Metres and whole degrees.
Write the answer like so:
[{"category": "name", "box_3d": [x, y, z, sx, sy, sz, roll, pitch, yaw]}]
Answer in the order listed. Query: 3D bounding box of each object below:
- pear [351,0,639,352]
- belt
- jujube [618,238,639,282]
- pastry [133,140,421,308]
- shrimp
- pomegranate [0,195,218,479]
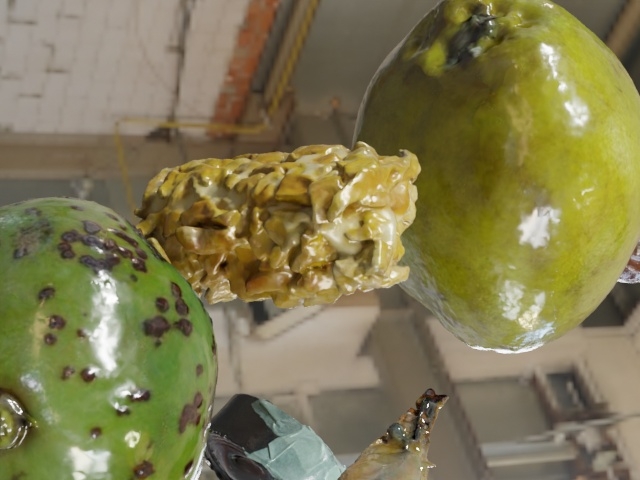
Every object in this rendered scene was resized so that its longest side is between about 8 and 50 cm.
[{"category": "pear", "box_3d": [0.204, -0.078, 1.520, 0.352, 0.352, 0.413, -120, -159, -48]}, {"category": "belt", "box_3d": [-0.052, 0.250, 1.552, 0.198, 0.078, 0.151, 22, -35, 41]}, {"category": "jujube", "box_3d": [0.401, -0.061, 1.822, 0.243, 0.183, 0.183, 61, -9, -30]}, {"category": "pastry", "box_3d": [-0.049, -0.007, 1.036, 0.250, 0.154, 0.102, -6, -59, 29]}, {"category": "shrimp", "box_3d": [0.065, 0.207, 1.054, 0.066, 0.262, 0.117, -40, -89, 31]}, {"category": "pomegranate", "box_3d": [-0.184, 0.096, 0.926, 0.270, 0.254, 0.254, -163, -107, -85]}]
